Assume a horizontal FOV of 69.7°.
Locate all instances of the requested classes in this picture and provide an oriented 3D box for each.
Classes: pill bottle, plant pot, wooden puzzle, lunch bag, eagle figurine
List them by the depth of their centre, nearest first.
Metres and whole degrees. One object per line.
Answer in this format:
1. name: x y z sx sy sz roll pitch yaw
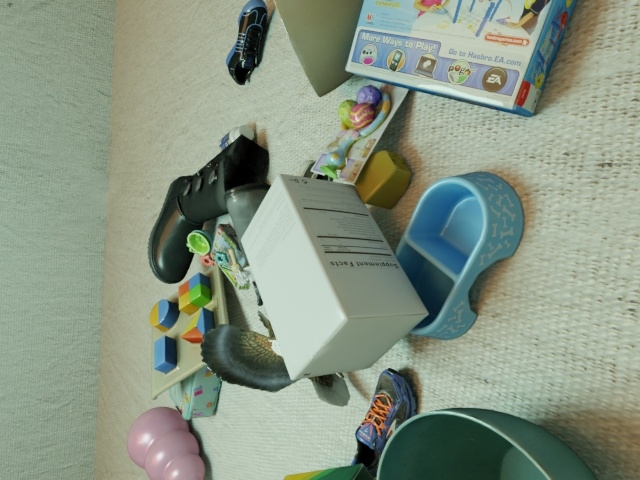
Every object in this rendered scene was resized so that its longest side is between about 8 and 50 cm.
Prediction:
1. plant pot: 0.240 0.346 0.577 0.290 0.195 0.291 -3 87 52
2. plant pot: 0.118 -0.119 0.852 0.083 0.081 0.082 -44 55 34
3. plant pot: 0.030 -0.442 0.861 0.190 0.284 0.285 -20 68 12
4. eagle figurine: -0.072 0.226 0.981 0.298 0.226 0.225 -21 35 33
5. pill bottle: -0.242 -0.287 1.329 0.120 0.067 0.067 -20 73 50
6. wooden puzzle: -0.418 0.256 1.388 0.347 0.080 0.322 -38 44 19
7. lunch bag: -0.414 0.420 1.486 0.224 0.107 0.280 24 106 49

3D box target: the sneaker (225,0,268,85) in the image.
1. sneaker: -0.195 -0.542 1.276 0.232 0.081 0.091 -54 52 45

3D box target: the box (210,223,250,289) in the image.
1. box: -0.260 0.045 1.362 0.207 0.036 0.114 40 119 46

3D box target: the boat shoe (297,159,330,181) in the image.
1. boat shoe: -0.033 -0.070 1.042 0.070 0.077 0.220 30 111 50

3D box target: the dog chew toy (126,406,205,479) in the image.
1. dog chew toy: -0.500 0.707 1.524 0.331 0.206 0.207 28 110 41

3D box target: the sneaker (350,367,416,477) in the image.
1. sneaker: 0.110 0.339 0.833 0.083 0.087 0.222 18 103 50

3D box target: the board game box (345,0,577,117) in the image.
1. board game box: 0.213 -0.371 0.683 0.308 0.086 0.302 29 112 36

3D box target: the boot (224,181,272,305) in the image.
1. boot: -0.133 0.022 1.071 0.338 0.118 0.223 86 170 -71

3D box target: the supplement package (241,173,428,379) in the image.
1. supplement package: 0.010 0.057 0.787 0.178 0.175 0.293 -53 48 36

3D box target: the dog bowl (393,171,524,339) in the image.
1. dog bowl: 0.198 0.029 0.744 0.166 0.074 0.298 45 123 43

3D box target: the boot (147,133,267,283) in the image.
1. boot: -0.335 -0.070 1.341 0.444 0.146 0.368 -11 69 46

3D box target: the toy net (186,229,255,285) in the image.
1. toy net: -0.264 0.066 1.245 0.232 0.045 0.122 39 129 -4

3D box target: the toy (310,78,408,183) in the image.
1. toy: 0.067 -0.230 0.870 0.136 0.056 0.238 25 86 49

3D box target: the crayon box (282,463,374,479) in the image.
1. crayon box: 0.022 0.550 0.877 0.203 0.083 0.323 54 134 2
